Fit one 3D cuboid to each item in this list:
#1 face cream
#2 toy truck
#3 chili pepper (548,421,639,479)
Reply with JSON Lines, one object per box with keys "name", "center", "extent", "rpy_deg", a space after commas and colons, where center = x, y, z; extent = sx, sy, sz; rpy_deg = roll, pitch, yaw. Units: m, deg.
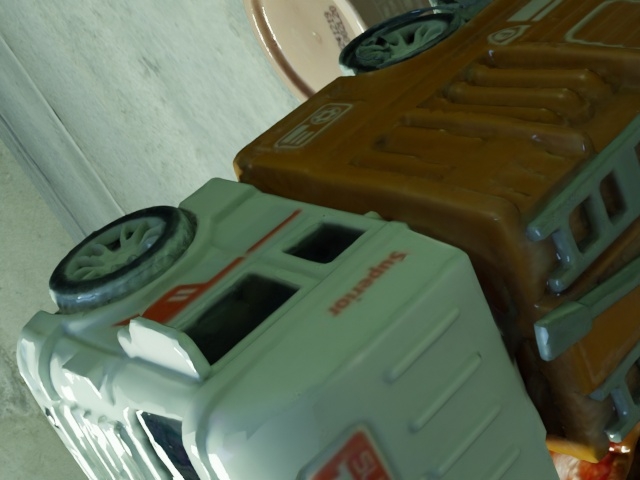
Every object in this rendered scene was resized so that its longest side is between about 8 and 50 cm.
{"name": "face cream", "center": [0.030, -0.161, 0.663], "extent": [0.149, 0.104, 0.149], "rpy_deg": [44, 158, 22]}
{"name": "toy truck", "center": [0.075, -0.001, 0.445], "extent": [0.207, 0.387, 0.173], "rpy_deg": [13, 137, 52]}
{"name": "chili pepper", "center": [0.251, 0.246, 0.705], "extent": [0.305, 0.229, 0.251], "rpy_deg": [96, 149, -63]}
